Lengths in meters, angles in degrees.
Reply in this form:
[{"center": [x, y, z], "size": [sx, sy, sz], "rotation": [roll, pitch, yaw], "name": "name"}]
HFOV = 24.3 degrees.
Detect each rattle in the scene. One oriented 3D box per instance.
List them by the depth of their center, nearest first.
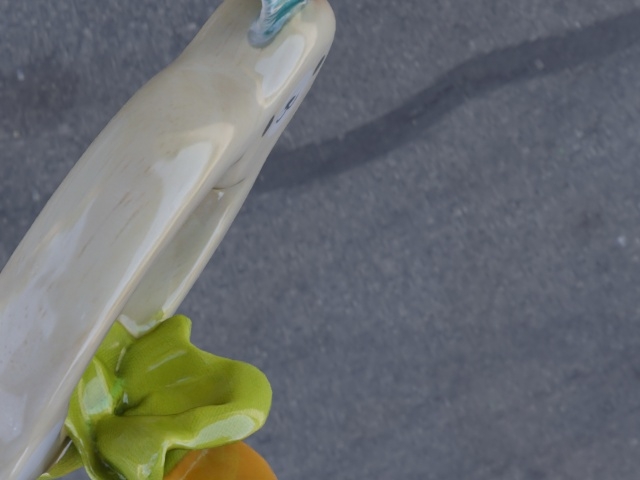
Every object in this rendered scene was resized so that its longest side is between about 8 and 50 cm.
[{"center": [0.000, 0.000, 0.372], "size": [0.199, 0.143, 0.130], "rotation": [-54, 161, 1], "name": "rattle"}]
